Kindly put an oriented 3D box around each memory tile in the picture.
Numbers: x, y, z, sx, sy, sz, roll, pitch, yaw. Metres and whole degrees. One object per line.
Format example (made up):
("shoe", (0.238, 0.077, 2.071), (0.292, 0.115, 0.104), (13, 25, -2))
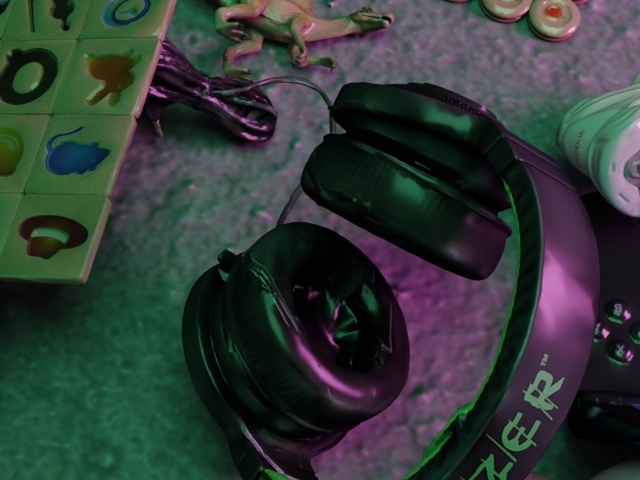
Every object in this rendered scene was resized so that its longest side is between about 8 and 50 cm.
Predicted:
("memory tile", (0.155, -0.214, 1.230), (0.113, 0.012, 0.148), (25, 62, 9))

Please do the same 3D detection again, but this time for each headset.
("headset", (0.000, 0.000, 0.979), (0.185, 0.243, 0.394), (28, 18, -33))

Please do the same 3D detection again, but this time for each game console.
("game console", (0.303, 0.050, 1.001), (0.293, 0.173, 0.250), (5, 58, -2))

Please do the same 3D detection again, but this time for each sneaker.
("sneaker", (0.259, -0.081, 1.125), (0.232, 0.090, 0.115), (-5, 25, -25))

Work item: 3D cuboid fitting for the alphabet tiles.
("alphabet tiles", (-0.239, -0.076, 1.067), (0.285, 0.011, 0.343), (1, 59, 22))

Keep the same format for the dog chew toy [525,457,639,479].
("dog chew toy", (0.200, 0.208, 0.910), (0.331, 0.206, 0.207), (10, 61, 11))

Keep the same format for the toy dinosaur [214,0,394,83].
("toy dinosaur", (-0.045, -0.155, 1.171), (0.183, 0.053, 0.093), (20, 46, -2))
